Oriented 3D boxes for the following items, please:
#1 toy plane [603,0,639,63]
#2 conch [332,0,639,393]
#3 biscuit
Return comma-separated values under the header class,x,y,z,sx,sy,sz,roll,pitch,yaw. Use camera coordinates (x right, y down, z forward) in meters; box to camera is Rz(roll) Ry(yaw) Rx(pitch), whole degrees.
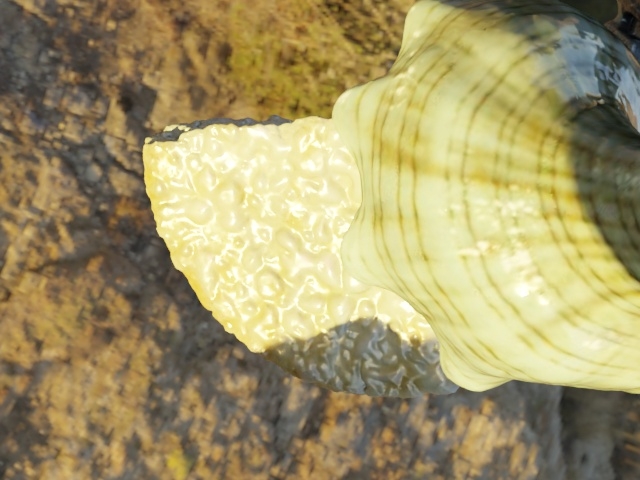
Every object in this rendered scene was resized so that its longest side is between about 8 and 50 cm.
class,x,y,z,sx,sy,sz,roll,pitch,yaw
toy plane,0.190,-0.194,0.641,0.088,0.262,0.192,5,125,-27
conch,0.103,-0.001,0.500,0.203,0.386,0.169,34,110,-21
biscuit,0.000,0.000,0.710,0.188,0.265,0.040,-56,172,27
